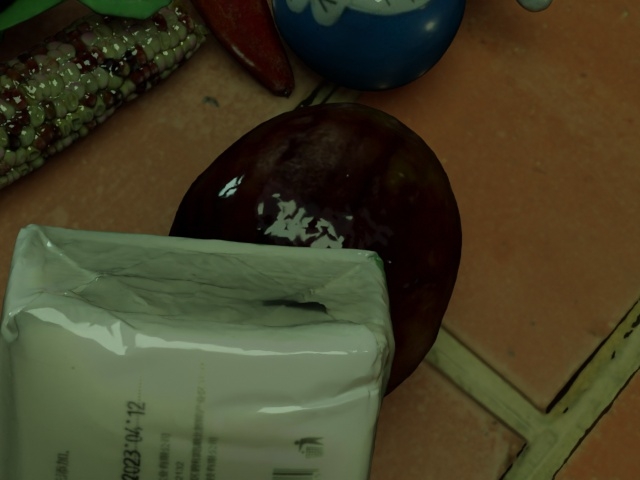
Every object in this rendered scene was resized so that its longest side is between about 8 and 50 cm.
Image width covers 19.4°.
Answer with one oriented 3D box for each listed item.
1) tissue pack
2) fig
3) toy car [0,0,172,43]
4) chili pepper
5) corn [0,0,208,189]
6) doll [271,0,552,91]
[{"bbox_3d":[-0.097,0.180,1.320,0.266,0.194,0.356,5,113,-6],"label":"tissue pack"},{"bbox_3d":[-0.002,0.006,1.464,0.224,0.224,0.263,26,73,1],"label":"fig"},{"bbox_3d":[-0.320,-0.222,1.503,0.359,0.176,0.213,-23,43,3],"label":"toy car"},{"bbox_3d":[-0.090,-0.240,1.570,0.071,0.063,0.272,-27,97,-23],"label":"chili pepper"},{"bbox_3d":[-0.215,-0.123,1.536,0.280,0.092,0.092,-34,79,-18],"label":"corn"},{"bbox_3d":[0.080,-0.236,1.575,0.215,0.161,0.257,36,65,19],"label":"doll"}]
